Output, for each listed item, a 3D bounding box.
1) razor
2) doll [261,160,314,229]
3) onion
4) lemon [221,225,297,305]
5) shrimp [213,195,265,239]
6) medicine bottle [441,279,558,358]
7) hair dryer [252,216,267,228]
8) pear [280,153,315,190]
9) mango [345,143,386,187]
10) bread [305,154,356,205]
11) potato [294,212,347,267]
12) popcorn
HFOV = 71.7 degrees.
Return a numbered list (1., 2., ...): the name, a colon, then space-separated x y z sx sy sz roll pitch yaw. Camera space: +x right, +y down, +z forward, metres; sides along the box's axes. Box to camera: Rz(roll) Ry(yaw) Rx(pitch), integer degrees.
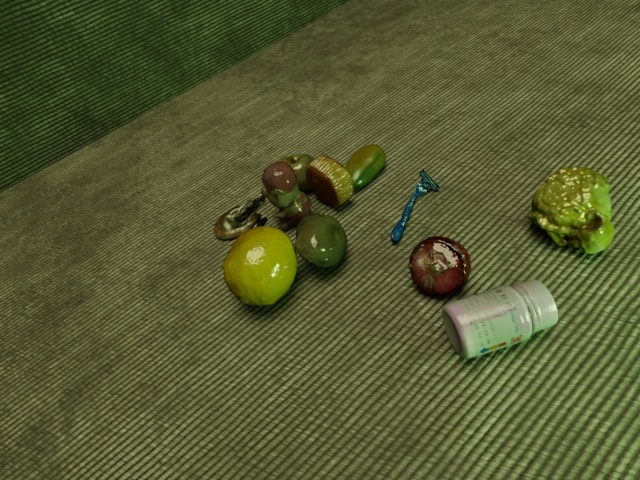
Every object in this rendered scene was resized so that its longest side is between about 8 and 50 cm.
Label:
1. razor: 0.318 -0.109 1.572 0.324 0.093 0.056 -55 15 -28
2. doll: -0.133 -0.176 1.622 0.152 0.256 0.196 -30 45 -6
3. onion: 0.360 0.077 1.321 0.184 0.147 0.184 -7 78 33
4. lemon: -0.187 0.077 1.406 0.233 0.233 0.288 1 50 18
5. shrimp: -0.302 -0.091 1.731 0.254 0.059 0.145 -31 49 -14
6. medicine bottle: 0.459 0.199 1.149 0.254 0.152 0.152 -19 44 -2
7. hair dryer: -0.211 -0.052 1.694 0.083 0.031 0.079 29 50 21
8. pear: -0.087 -0.274 1.792 0.167 0.136 0.167 -10 41 9
9. mango: 0.168 -0.299 1.771 0.137 0.091 0.237 24 57 41
10. bread: 0.030 -0.218 1.664 0.104 0.199 0.199 -39 48 -20
11. potato: 0.000 0.000 1.460 0.178 0.160 0.235 17 23 11
12. popcorn: 0.751 -0.094 1.344 0.225 0.174 0.286 -5 54 34
